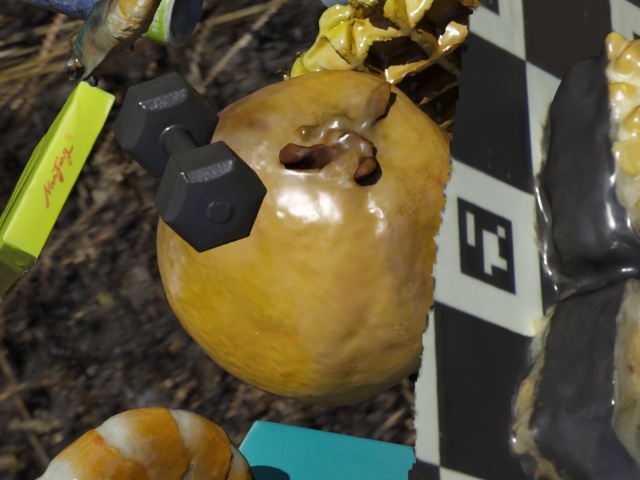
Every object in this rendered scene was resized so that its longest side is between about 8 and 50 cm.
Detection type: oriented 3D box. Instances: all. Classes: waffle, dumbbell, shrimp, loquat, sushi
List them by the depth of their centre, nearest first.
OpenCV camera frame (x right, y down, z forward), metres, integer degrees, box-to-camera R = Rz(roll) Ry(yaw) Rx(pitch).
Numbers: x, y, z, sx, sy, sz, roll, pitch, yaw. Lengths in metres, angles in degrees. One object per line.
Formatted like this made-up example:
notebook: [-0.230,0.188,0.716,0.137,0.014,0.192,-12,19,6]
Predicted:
sushi: [0.109,0.021,0.485,0.192,0.279,0.043,36,139,-29]
dumbbell: [-0.049,-0.030,0.661,0.083,0.040,0.036,-125,21,-53]
shrimp: [-0.103,0.178,1.019,0.049,0.161,0.166,20,146,49]
loquat: [0.000,0.000,1.199,0.238,0.193,0.238,24,136,26]
waffle: [0.104,-0.125,1.309,0.281,0.301,0.058,-20,61,-2]
shrimp: [-0.176,-0.226,1.573,0.217,0.051,0.150,-40,39,48]

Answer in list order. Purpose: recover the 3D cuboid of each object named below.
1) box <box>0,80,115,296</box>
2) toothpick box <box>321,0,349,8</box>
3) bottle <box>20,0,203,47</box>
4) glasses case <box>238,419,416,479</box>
box: [-0.304,-0.045,1.895,0.047,0.187,0.335,28,164,-11]
toothpick box: [0.070,-0.290,1.718,0.153,0.101,0.101,-22,94,34]
bottle: [-0.292,-0.299,1.942,0.330,0.093,0.093,19,114,16]
glasses case: [0.086,0.190,1.124,0.301,0.117,0.070,8,115,13]
